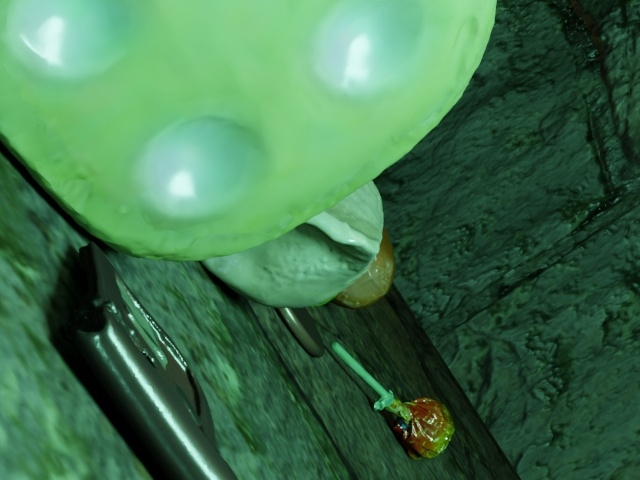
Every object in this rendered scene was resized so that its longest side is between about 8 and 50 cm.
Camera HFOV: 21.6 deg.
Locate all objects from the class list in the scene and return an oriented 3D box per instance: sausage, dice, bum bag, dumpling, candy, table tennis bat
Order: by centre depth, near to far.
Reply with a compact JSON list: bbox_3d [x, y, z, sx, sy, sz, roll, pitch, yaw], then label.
[{"bbox_3d":[-0.077,0.059,0.745,0.109,0.026,0.159,56,-1,-15],"label":"bum bag"},{"bbox_3d":[-0.075,-0.166,0.876,0.250,0.252,0.254,54,5,-42],"label":"dice"},{"bbox_3d":[-0.041,-0.026,1.173,0.166,0.126,0.216,39,13,-18],"label":"dumpling"},{"bbox_3d":[0.000,0.000,1.420,0.170,0.119,0.107,59,4,13],"label":"table tennis bat"},{"bbox_3d":[0.064,0.147,1.592,0.201,0.060,0.060,44,12,-42],"label":"candy"},{"bbox_3d":[0.025,0.002,1.837,0.105,0.105,0.274,56,4,-14],"label":"sausage"}]

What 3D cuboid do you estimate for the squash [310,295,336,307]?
[{"bbox_3d":[-0.023,-0.026,1.608,0.082,0.082,0.292,54,5,-29],"label":"squash"}]
